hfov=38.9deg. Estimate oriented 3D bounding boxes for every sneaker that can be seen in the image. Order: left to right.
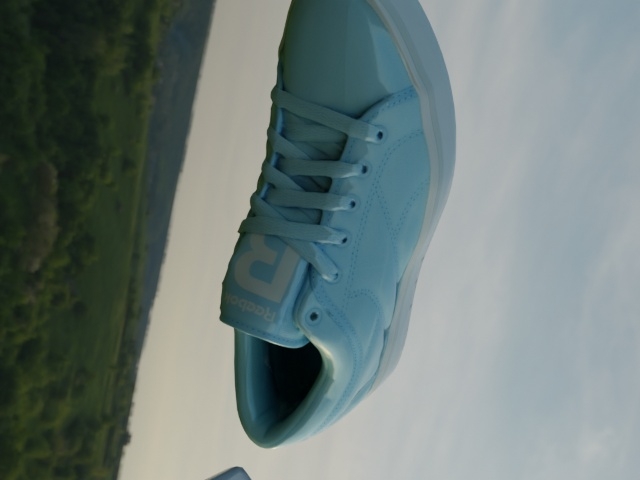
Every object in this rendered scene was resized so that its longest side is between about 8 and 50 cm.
[{"bbox_3d":[0.000,0.000,0.627,0.150,0.135,0.366,-39,138,-47],"label":"sneaker"}]

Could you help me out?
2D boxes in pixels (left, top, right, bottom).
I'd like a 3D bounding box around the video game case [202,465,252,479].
[{"bbox_3d":[0.011,0.220,0.292,0.036,0.300,0.329,-37,169,2],"label":"video game case"}]
